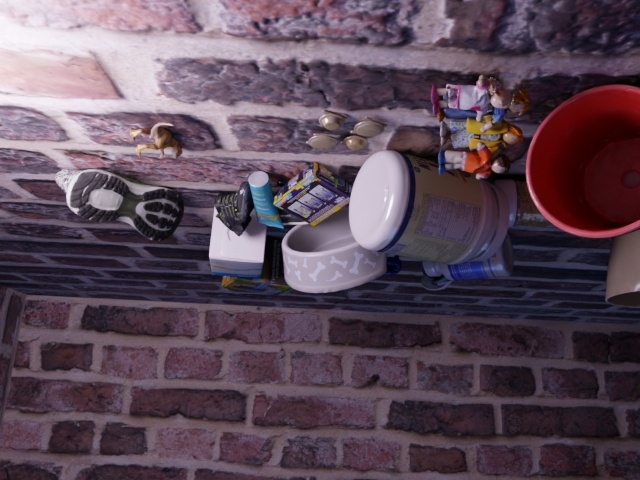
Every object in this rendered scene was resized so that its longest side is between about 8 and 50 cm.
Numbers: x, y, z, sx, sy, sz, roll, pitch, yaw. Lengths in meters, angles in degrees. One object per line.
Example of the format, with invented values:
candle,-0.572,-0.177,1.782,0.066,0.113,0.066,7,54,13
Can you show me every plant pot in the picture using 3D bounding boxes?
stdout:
plant pot,0.869,0.018,1.532,0.256,0.274,0.256,3,164,1
plant pot,0.570,-0.132,1.138,0.274,0.275,0.243,-10,169,39

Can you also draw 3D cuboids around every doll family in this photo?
doll family,0.305,-0.232,1.114,0.163,0.119,0.263,4,147,19

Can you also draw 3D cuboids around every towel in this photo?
towel,0.158,0.060,2.012,0.227,0.076,0.308,-2,-174,4

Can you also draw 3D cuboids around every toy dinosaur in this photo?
toy dinosaur,-0.359,-0.232,1.303,0.112,0.064,0.211,-15,173,-2

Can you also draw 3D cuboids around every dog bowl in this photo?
dog bowl,0.054,0.008,1.593,0.348,0.102,0.349,-14,-157,6

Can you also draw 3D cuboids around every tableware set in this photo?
tableware set,0.053,-0.231,1.276,0.140,0.020,0.168,6,163,-16

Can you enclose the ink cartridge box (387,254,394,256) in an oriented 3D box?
ink cartridge box,0.195,-0.021,1.811,0.063,0.109,0.150,3,164,14

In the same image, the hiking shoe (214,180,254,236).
hiking shoe,-0.248,-0.097,1.661,0.114,0.086,0.227,26,145,0

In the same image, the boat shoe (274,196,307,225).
boat shoe,-0.068,-0.095,1.664,0.232,0.084,0.079,-7,137,20

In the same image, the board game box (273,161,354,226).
board game box,-0.015,-0.116,1.525,0.141,0.048,0.170,27,141,-30

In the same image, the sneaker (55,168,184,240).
sneaker,-0.547,-0.123,1.639,0.182,0.158,0.410,30,-178,32

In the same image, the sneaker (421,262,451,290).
sneaker,0.435,0.118,2.215,0.178,0.124,0.295,7,156,-30

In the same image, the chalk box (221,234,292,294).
chalk box,-0.190,0.092,2.146,0.288,0.181,0.179,12,162,-24

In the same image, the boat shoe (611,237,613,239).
boat shoe,0.942,-0.025,1.733,0.064,0.075,0.206,4,169,-15

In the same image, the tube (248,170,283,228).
tube,-0.150,-0.102,1.596,0.080,0.052,0.207,18,150,17

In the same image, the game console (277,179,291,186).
game console,-0.048,-0.119,1.579,0.122,0.071,0.107,0,175,8

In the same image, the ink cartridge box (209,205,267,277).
ink cartridge box,-0.261,0.010,1.889,0.168,0.171,0.233,5,164,-7

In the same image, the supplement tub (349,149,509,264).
supplement tub,0.256,-0.070,1.405,0.324,0.236,0.235,10,162,-23

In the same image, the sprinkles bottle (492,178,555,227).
sprinkles bottle,0.609,-0.092,1.474,0.355,0.121,0.121,1,164,7

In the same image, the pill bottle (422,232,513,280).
pill bottle,0.479,0.052,1.941,0.271,0.153,0.152,-7,161,31
